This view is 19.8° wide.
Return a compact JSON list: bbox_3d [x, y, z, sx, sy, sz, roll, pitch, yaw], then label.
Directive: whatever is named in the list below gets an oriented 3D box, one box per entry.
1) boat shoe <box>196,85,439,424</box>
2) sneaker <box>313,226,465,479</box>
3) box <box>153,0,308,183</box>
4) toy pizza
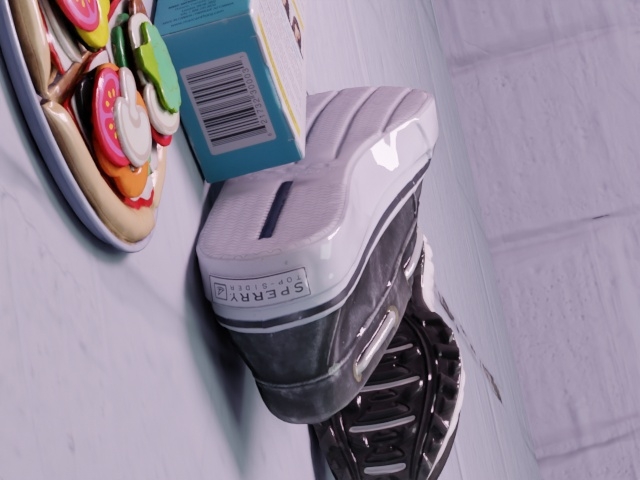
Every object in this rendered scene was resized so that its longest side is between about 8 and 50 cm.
[{"bbox_3d":[0.000,0.000,1.088,0.335,0.121,0.119,-57,141,-63],"label":"boat shoe"},{"bbox_3d":[0.049,0.092,1.232,0.271,0.100,0.108,-90,168,-57],"label":"sneaker"},{"bbox_3d":[-0.050,-0.144,1.101,0.244,0.060,0.100,-90,163,-57],"label":"box"},{"bbox_3d":[-0.100,-0.094,0.819,0.201,0.032,0.201,-14,90,-81],"label":"toy pizza"}]
